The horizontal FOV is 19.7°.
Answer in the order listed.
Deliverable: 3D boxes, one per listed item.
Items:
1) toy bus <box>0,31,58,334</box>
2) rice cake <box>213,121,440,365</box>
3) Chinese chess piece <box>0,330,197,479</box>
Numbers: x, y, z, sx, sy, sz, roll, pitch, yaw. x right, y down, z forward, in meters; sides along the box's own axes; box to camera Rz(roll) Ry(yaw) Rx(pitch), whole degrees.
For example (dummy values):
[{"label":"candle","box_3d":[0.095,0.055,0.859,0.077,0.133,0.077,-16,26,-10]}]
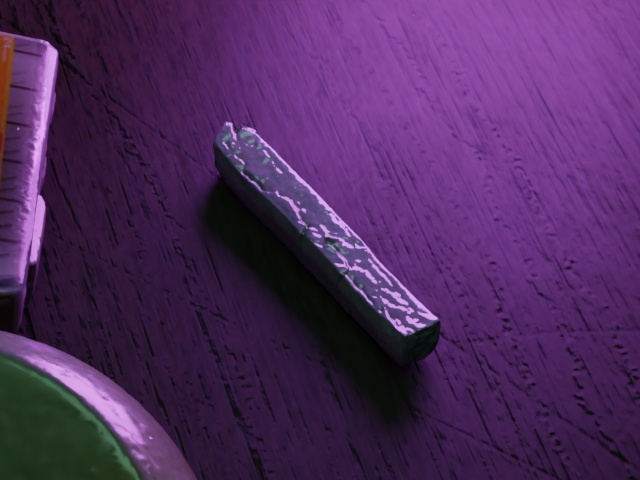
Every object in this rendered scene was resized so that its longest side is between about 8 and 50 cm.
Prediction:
[{"label":"toy bus","box_3d":[-0.254,-0.039,1.364,0.106,0.092,0.268,9,49,-10]},{"label":"rice cake","box_3d":[0.000,0.000,1.374,0.042,0.045,0.245,-31,60,-23]},{"label":"Chinese chess piece","box_3d":[-0.220,0.222,1.035,0.349,0.146,0.349,-2,75,9]}]
